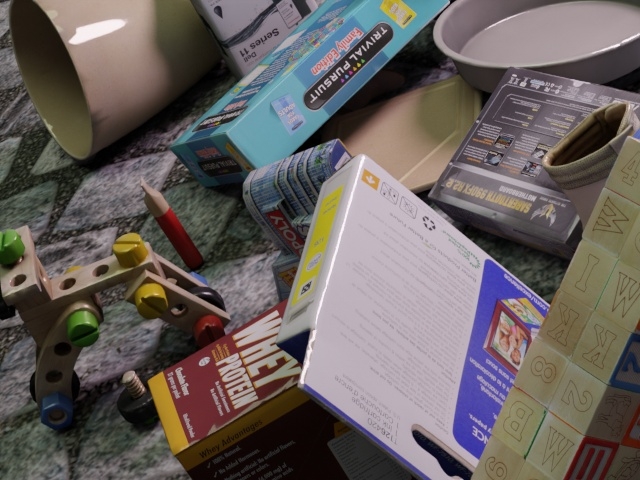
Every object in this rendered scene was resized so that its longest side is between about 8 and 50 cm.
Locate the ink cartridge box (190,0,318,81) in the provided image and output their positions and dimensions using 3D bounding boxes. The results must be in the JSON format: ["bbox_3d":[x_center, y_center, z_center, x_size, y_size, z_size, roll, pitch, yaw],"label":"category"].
[{"bbox_3d":[-0.097,-0.345,2.230,0.153,0.208,0.087,-34,34,-5],"label":"ink cartridge box"}]

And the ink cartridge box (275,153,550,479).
[{"bbox_3d":[0.103,0.116,1.314,0.072,0.304,0.307,-37,22,36],"label":"ink cartridge box"}]

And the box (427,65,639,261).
[{"bbox_3d":[0.246,-0.084,1.663,0.231,0.056,0.183,21,77,53],"label":"box"}]

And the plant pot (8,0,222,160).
[{"bbox_3d":[-0.279,-0.285,2.300,0.274,0.256,0.256,-24,27,-25],"label":"plant pot"}]

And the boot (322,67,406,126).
[{"bbox_3d":[0.048,-0.182,2.042,0.118,0.042,0.087,-4,46,38],"label":"boot"}]

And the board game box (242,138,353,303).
[{"bbox_3d":[0.000,0.000,1.710,0.194,0.194,0.060,-19,29,45],"label":"board game box"}]

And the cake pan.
[{"bbox_3d":[0.284,-0.255,1.877,0.293,0.054,0.293,-11,30,6],"label":"cake pan"}]

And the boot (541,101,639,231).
[{"bbox_3d":[0.336,-0.071,1.505,0.213,0.165,0.077,-29,29,9],"label":"boot"}]

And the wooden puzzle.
[{"bbox_3d":[0.097,-0.109,1.895,0.239,0.044,0.221,-22,32,22],"label":"wooden puzzle"}]

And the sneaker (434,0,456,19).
[{"bbox_3d":[0.129,-0.357,2.013,0.124,0.283,0.107,-11,65,23],"label":"sneaker"}]

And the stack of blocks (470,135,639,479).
[{"bbox_3d":[0.258,0.087,1.203,0.087,0.171,0.297,35,106,50],"label":"stack of blocks"}]

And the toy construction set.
[{"bbox_3d":[-0.250,0.037,1.778,0.257,0.237,0.309,-14,34,25],"label":"toy construction set"}]

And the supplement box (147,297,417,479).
[{"bbox_3d":[-0.021,0.179,1.421,0.191,0.194,0.129,-30,31,-1],"label":"supplement box"}]

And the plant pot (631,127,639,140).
[{"bbox_3d":[0.437,-0.050,1.344,0.236,0.212,0.236,-45,37,-21],"label":"plant pot"}]

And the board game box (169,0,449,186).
[{"bbox_3d":[-0.019,-0.210,2.003,0.336,0.079,0.254,-45,14,-15],"label":"board game box"}]
